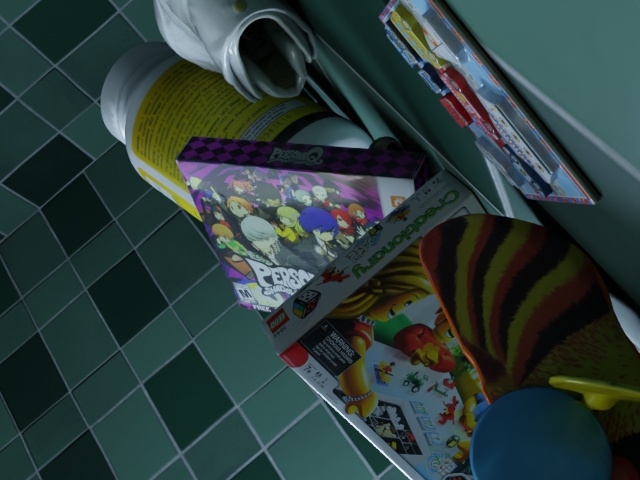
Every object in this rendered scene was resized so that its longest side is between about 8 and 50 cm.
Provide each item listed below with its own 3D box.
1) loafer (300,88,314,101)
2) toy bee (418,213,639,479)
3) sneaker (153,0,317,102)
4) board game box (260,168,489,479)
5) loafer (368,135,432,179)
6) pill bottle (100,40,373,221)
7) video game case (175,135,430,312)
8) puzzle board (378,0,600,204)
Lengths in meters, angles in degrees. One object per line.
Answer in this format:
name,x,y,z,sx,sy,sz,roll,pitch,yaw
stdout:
loafer,-0.008,-0.145,1.116,0.302,0.095,0.109,47,144,-6
toy bee,0.165,0.118,0.457,0.195,0.162,0.298,-44,-62,-81
sneaker,-0.078,-0.185,0.784,0.169,0.108,0.292,53,-179,12
board game box,0.113,0.106,0.720,0.305,0.193,0.053,48,-178,-36
loafer,0.088,-0.040,0.745,0.125,0.045,0.039,52,174,-9
pill bottle,-0.109,-0.115,0.981,0.334,0.188,0.188,34,173,31
video game case,0.000,0.000,0.774,0.232,0.041,0.210,8,137,24
puzzle board,0.075,-0.067,0.396,0.128,0.011,0.096,49,-179,-6
